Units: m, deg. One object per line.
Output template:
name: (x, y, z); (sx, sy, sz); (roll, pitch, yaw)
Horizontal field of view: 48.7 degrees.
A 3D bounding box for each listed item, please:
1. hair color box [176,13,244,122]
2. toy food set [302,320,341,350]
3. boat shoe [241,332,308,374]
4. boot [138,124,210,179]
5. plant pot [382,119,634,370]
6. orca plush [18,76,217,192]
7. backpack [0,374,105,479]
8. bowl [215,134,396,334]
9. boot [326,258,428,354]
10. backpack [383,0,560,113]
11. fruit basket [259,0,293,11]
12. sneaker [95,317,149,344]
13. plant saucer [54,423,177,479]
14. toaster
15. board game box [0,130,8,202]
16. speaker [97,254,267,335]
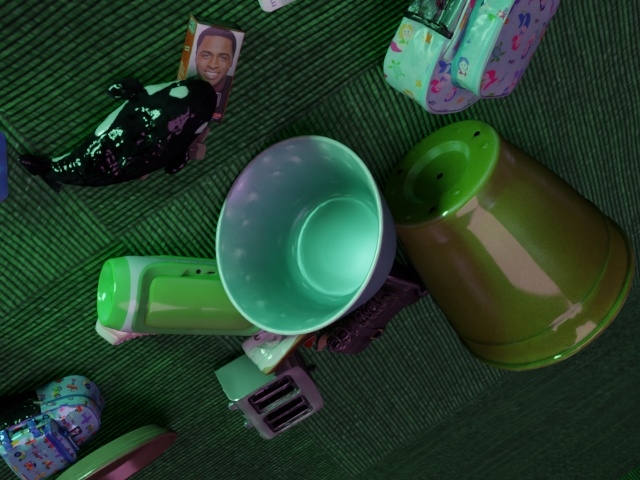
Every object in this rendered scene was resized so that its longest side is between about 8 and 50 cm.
hair color box: (-0.164, -0.245, 1.018); (0.072, 0.043, 0.141); (3, 122, -27)
toy food set: (-0.002, 0.177, 1.440); (0.078, 0.019, 0.122); (11, 126, -33)
boat shoe: (-0.036, 0.122, 1.326); (0.277, 0.096, 0.098); (-45, 171, -15)
boot: (-0.220, -0.137, 1.074); (0.087, 0.042, 0.118); (11, 119, -35)
plant pot: (0.302, -0.017, 1.260); (0.366, 0.366, 0.353); (-43, 120, 8)
orca plush: (-0.278, -0.136, 0.972); (0.287, 0.102, 0.151); (-12, 116, 2)
backpack: (-0.467, 0.326, 1.249); (0.173, 0.117, 0.158); (-21, 132, -15)
bowl: (0.000, 0.000, 1.150); (0.311, 0.311, 0.163); (-51, 149, 15)
boot: (0.098, 0.141, 1.392); (0.229, 0.091, 0.263); (-45, 149, 11)
backpack: (0.219, -0.312, 1.062); (0.225, 0.191, 0.253); (-15, 143, -52)
fruit basket: (0.004, -0.510, 0.861); (0.327, 0.165, 0.353); (-29, 117, -6)
sneaker: (-0.326, 0.150, 1.231); (0.134, 0.051, 0.070); (17, 117, -32)
plant saucer: (-0.400, 0.429, 1.333); (0.278, 0.041, 0.278); (-33, 164, -11)
toaster: (-0.093, 0.290, 1.416); (0.185, 0.110, 0.168); (-30, 133, -4)
board game box: (-0.500, -0.105, 0.961); (0.133, 0.033, 0.169); (-8, 132, -28)
speaker: (-0.215, 0.096, 1.196); (0.296, 0.131, 0.131); (6, 121, -31)
